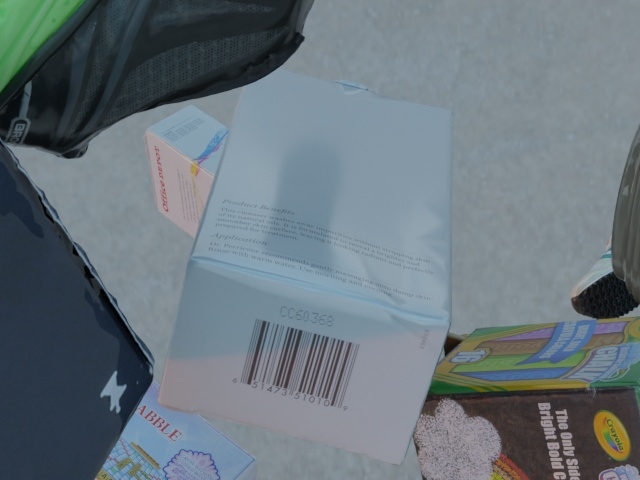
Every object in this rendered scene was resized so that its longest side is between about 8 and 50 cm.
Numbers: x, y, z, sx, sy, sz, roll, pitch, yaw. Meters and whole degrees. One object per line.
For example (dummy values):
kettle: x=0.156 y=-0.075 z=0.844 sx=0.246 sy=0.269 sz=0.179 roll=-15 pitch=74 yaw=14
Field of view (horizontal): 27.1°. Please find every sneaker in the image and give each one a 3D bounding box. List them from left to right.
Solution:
sneaker: x=-0.066 y=-0.220 z=0.853 sx=0.483 sy=0.202 sz=0.185 roll=-32 pitch=58 yaw=20
sneaker: x=0.322 y=0.029 z=1.421 sx=0.161 sy=0.057 sz=0.075 roll=-30 pitch=26 yaw=-17

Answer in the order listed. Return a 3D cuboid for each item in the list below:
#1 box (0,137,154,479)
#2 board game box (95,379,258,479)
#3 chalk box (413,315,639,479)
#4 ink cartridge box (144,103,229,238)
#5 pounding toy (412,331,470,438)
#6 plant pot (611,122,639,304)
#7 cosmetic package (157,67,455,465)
box: x=-0.441 y=0.145 z=0.784 sx=0.471 sy=0.297 sz=0.480 roll=11 pitch=57 yaw=27
board game box: x=-0.291 y=0.269 z=1.474 sx=0.318 sy=0.066 sz=0.318 roll=35 pitch=56 yaw=20
chalk box: x=0.251 y=0.177 z=1.166 sx=0.289 sy=0.180 sz=0.179 roll=-6 pitch=14 yaw=32
ink cartridge box: x=-0.109 y=-0.055 z=1.483 sx=0.072 sy=0.127 sz=0.175 roll=-34 pitch=52 yaw=-28
pounding toy: x=0.204 y=0.217 z=1.885 sx=0.154 sy=0.155 sz=0.269 roll=-66 pitch=29 yaw=9
plant pot: x=0.269 y=-0.023 z=0.919 sx=0.109 sy=0.237 sz=0.237 roll=13 pitch=54 yaw=21
cosmetic package: x=0.000 y=0.000 z=1.186 sx=0.217 sy=0.156 sz=0.385 roll=15 pitch=30 yaw=-1
